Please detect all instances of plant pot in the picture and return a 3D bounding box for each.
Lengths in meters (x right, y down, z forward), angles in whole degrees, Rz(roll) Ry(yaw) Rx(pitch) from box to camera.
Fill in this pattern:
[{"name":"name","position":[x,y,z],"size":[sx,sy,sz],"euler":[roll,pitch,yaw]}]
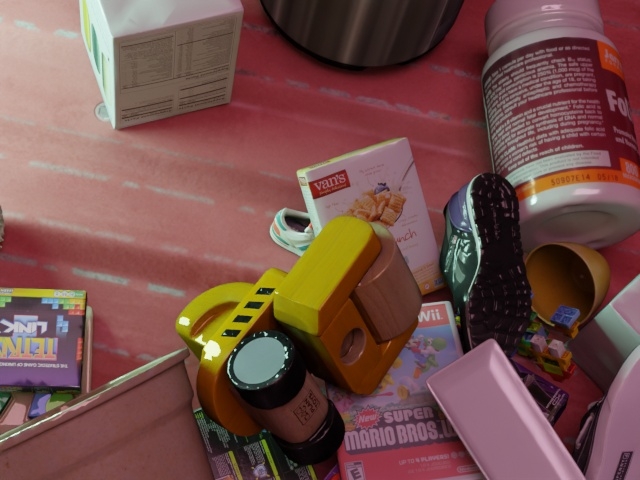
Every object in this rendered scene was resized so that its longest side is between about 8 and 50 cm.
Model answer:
[{"name":"plant pot","position":[-0.251,0.341,1.461],"size":[0.334,0.334,0.305],"euler":[-26,89,-19]},{"name":"plant pot","position":[0.392,0.059,1.801],"size":[0.095,0.134,0.134],"euler":[-16,68,-42]}]

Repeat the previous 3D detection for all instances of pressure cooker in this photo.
[{"name":"pressure cooker","position":[0.095,-0.515,1.836],"size":[0.376,0.420,0.369],"euler":[1,67,-8]}]

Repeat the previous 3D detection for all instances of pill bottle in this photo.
[{"name":"pill bottle","position":[0.374,-0.194,1.847],"size":[0.224,0.224,0.392],"euler":[0,67,-10]}]

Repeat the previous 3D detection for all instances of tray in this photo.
[{"name":"tray","position":[0.254,0.276,1.578],"size":[0.145,0.030,0.270],"euler":[-25,79,-37]}]

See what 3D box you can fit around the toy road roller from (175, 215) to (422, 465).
[{"name":"toy road roller","position":[-0.043,0.116,1.599],"size":[0.241,0.202,0.329],"euler":[22,64,38]}]

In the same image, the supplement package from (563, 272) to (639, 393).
[{"name":"supplement package","position":[0.501,0.154,1.723],"size":[0.149,0.203,0.194],"euler":[-38,77,-22]}]

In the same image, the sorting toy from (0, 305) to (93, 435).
[{"name":"sorting toy","position":[-0.420,0.183,1.647],"size":[0.193,0.038,0.208],"euler":[1,66,-9]}]

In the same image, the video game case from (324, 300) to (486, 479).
[{"name":"video game case","position":[0.112,0.220,1.645],"size":[0.204,0.025,0.285],"euler":[-7,54,-5]}]

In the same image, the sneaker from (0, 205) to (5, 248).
[{"name":"sneaker","position":[-0.572,0.035,1.655],"size":[0.146,0.102,0.293],"euler":[17,55,18]}]

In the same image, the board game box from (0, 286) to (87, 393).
[{"name":"board game box","position":[-0.413,0.138,1.622],"size":[0.170,0.048,0.141],"euler":[2,69,-9]}]

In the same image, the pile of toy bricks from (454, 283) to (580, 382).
[{"name":"pile of toy bricks","position":[0.307,0.142,1.751],"size":[0.212,0.105,0.118],"euler":[15,53,43]}]

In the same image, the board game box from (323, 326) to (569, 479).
[{"name":"board game box","position":[0.171,0.292,1.636],"size":[0.208,0.056,0.347],"euler":[28,59,24]}]

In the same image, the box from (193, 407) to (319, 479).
[{"name":"box","position":[-0.109,0.314,1.638],"size":[0.184,0.045,0.190],"euler":[-17,69,-19]}]

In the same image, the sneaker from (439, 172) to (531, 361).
[{"name":"sneaker","position":[0.233,0.052,1.724],"size":[0.107,0.124,0.283],"euler":[12,69,-23]}]

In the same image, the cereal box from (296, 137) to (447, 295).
[{"name":"cereal box","position":[0.079,-0.017,1.755],"size":[0.173,0.047,0.240],"euler":[-20,102,-16]}]

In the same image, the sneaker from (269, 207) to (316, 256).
[{"name":"sneaker","position":[0.000,0.000,1.778],"size":[0.161,0.075,0.057],"euler":[26,65,3]}]

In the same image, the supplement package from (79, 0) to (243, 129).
[{"name":"supplement package","position":[-0.249,-0.334,1.782],"size":[0.198,0.262,0.199],"euler":[-16,69,-15]}]

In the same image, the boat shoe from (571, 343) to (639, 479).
[{"name":"boat shoe","position":[0.410,0.263,1.634],"size":[0.108,0.301,0.102],"euler":[3,22,-21]}]
